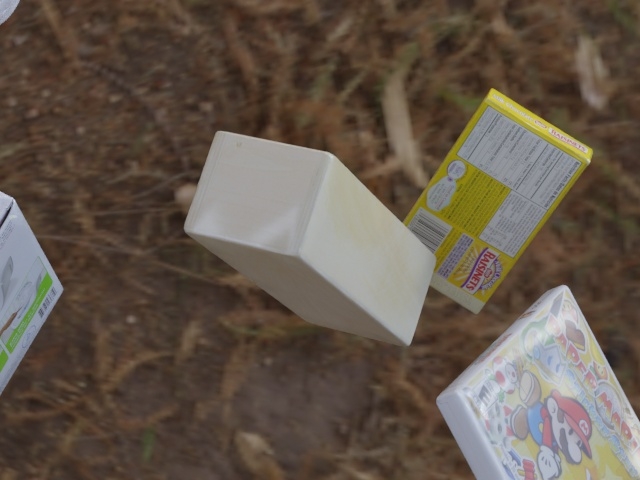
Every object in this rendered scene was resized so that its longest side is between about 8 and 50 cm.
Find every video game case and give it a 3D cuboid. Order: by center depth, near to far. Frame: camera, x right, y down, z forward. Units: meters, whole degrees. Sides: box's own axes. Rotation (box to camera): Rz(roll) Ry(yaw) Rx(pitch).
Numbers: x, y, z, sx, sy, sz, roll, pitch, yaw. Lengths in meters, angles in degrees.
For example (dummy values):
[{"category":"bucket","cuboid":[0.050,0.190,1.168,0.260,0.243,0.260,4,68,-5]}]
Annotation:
[{"category":"video game case","cuboid":[0.194,0.173,1.406,0.206,0.026,0.227,-36,99,-52]}]

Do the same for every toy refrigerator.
[{"category":"toy refrigerator","cuboid":[0.000,0.000,1.478,0.269,0.102,0.094,41,64,-62]}]

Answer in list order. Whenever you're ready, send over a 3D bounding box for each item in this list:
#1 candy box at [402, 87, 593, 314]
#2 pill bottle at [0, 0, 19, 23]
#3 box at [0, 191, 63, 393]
[{"category":"candy box","cuboid":[0.144,-0.031,1.611,0.105,0.206,0.027,30,39,-3]},{"category":"pill bottle","cuboid":[-0.293,-0.228,1.475,0.094,0.169,0.094,-5,110,-12]},{"category":"box","cuboid":[-0.354,0.089,1.581,0.127,0.231,0.262,26,74,13]}]
